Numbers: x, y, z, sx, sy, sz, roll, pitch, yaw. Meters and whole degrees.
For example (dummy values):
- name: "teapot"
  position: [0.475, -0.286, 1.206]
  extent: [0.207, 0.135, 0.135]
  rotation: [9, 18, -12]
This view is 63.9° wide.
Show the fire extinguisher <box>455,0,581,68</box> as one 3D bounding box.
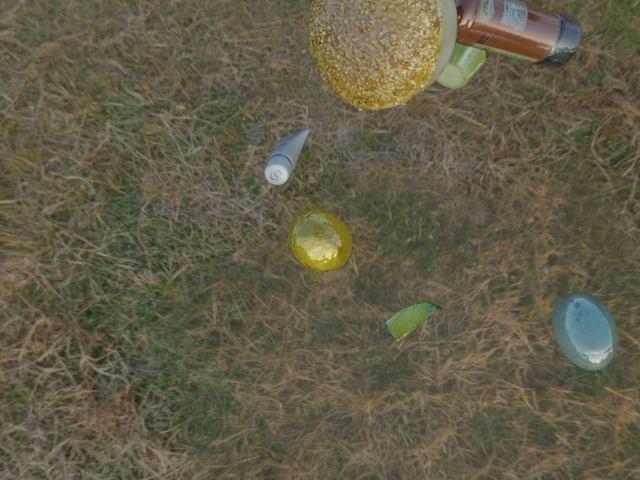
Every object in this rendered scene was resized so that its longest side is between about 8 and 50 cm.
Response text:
- name: "fire extinguisher"
  position: [0.353, -0.476, 1.097]
  extent: [0.376, 0.113, 0.200]
  rotation: [6, 40, -19]

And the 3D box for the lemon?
- name: "lemon"
  position: [0.000, 0.000, 1.733]
  extent: [0.204, 0.260, 0.204]
  rotation: [-30, 35, 23]

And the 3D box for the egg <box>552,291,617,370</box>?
- name: "egg"
  position: [0.793, 0.270, 1.543]
  extent: [0.169, 0.169, 0.236]
  rotation: [-12, 64, 5]

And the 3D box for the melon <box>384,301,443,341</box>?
- name: "melon"
  position: [0.301, 0.257, 1.681]
  extent: [0.053, 0.262, 0.114]
  rotation: [32, 49, -16]

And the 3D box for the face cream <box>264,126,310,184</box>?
- name: "face cream"
  position: [-0.118, -0.296, 1.755]
  extent: [0.143, 0.089, 0.314]
  rotation: [-20, 28, 22]

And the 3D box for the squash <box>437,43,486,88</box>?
- name: "squash"
  position: [0.438, -0.576, 1.663]
  extent: [0.170, 0.170, 0.123]
  rotation: [26, 71, 14]

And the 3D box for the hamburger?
- name: "hamburger"
  position: [0.099, -0.379, 0.929]
  extent: [0.179, 0.276, 0.294]
  rotation: [-23, 53, -39]
